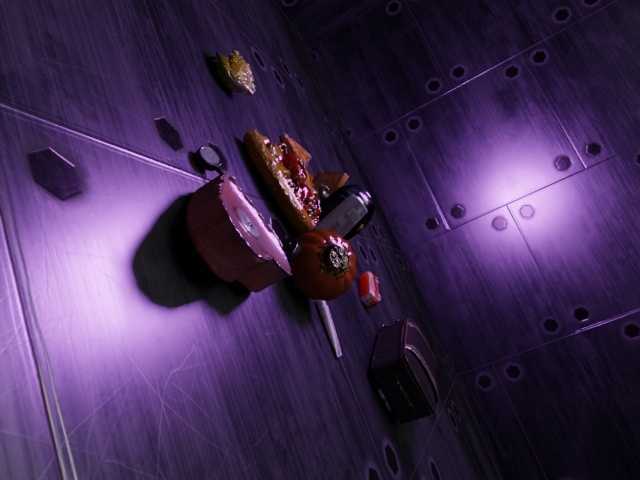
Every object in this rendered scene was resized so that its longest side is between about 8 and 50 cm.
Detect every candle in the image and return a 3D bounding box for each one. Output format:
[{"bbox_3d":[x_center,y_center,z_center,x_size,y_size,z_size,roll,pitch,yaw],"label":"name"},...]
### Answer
[{"bbox_3d":[-0.205,-0.023,1.036,0.287,0.132,0.317,62,6,18],"label":"candle"}]

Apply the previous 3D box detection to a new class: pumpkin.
[{"bbox_3d":[0.074,-0.125,1.783,0.248,0.248,0.248,54,19,-29],"label":"pumpkin"}]

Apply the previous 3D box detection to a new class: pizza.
[{"bbox_3d":[0.038,-0.226,1.937,0.081,0.204,0.188,38,23,-34],"label":"pizza"},{"bbox_3d":[-0.091,-0.224,1.660,0.439,0.130,0.406,60,19,-13],"label":"pizza"},{"bbox_3d":[-0.095,-0.375,1.997,0.185,0.052,0.195,60,20,13],"label":"pizza"}]

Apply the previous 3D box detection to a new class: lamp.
[{"bbox_3d":[-0.216,-0.075,1.218,0.371,0.109,0.130,43,35,-16],"label":"lamp"},{"bbox_3d":[0.006,0.073,1.386,0.223,0.197,0.223,11,69,-30],"label":"lamp"}]

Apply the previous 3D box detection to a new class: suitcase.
[{"bbox_3d":[0.333,0.489,1.767,0.283,0.194,0.434,62,18,-5],"label":"suitcase"}]

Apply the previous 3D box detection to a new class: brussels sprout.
[{"bbox_3d":[-0.305,-0.583,1.605,0.180,0.101,0.139,61,27,-15],"label":"brussels sprout"}]

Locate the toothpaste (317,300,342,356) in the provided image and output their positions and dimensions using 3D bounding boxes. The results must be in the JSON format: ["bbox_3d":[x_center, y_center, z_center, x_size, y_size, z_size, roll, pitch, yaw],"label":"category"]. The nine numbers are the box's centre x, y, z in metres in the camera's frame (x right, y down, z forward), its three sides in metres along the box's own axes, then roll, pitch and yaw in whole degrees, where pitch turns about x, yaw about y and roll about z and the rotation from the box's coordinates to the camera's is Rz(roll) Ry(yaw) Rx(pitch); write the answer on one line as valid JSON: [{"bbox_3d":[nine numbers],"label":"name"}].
[{"bbox_3d":[0.030,0.275,1.455,0.190,0.031,0.048,71,15,12],"label":"toothpaste"}]

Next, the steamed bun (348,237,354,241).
[{"bbox_3d":[0.097,-0.088,1.985,0.211,0.144,0.218,66,16,8],"label":"steamed bun"}]

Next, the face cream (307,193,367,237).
[{"bbox_3d":[0.035,-0.034,1.522,0.107,0.269,0.073,48,-5,-33],"label":"face cream"}]

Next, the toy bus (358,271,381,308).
[{"bbox_3d":[0.211,0.214,2.009,0.077,0.079,0.174,46,24,-25],"label":"toy bus"}]
